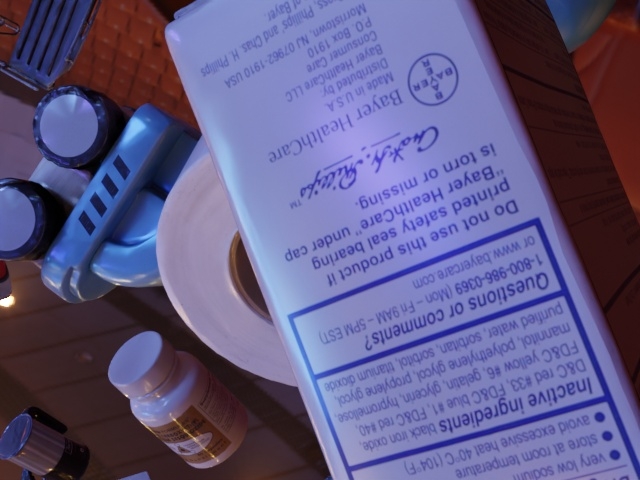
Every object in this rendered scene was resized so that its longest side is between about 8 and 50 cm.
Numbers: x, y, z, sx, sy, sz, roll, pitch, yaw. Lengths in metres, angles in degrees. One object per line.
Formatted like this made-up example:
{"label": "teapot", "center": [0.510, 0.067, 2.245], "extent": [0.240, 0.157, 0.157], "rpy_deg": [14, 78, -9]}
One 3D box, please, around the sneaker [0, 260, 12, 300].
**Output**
{"label": "sneaker", "center": [-0.529, 0.049, 1.073], "extent": [0.107, 0.118, 0.279], "rpy_deg": [-7, -173, 29]}

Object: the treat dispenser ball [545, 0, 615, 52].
{"label": "treat dispenser ball", "center": [0.293, -0.397, 1.217], "extent": [0.288, 0.288, 0.288], "rpy_deg": [21, -164, -6]}

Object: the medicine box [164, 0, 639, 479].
{"label": "medicine box", "center": [0.085, -0.012, 0.483], "extent": [0.263, 0.149, 0.289], "rpy_deg": [-11, -101, -64]}

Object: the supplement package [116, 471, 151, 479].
{"label": "supplement package", "center": [-0.293, 0.469, 1.045], "extent": [0.199, 0.263, 0.198], "rpy_deg": [-8, -135, -37]}

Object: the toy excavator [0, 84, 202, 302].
{"label": "toy excavator", "center": [-0.153, -0.051, 1.118], "extent": [0.445, 0.433, 0.222], "rpy_deg": [35, -176, 8]}

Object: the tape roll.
{"label": "tape roll", "center": [0.000, 0.000, 0.762], "extent": [0.286, 0.286, 0.100], "rpy_deg": [21, -145, -5]}

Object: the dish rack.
{"label": "dish rack", "center": [-0.306, -0.264, 0.756], "extent": [0.271, 0.208, 0.074], "rpy_deg": [29, -167, 24]}

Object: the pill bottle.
{"label": "pill bottle", "center": [-0.228, 0.253, 1.339], "extent": [0.229, 0.131, 0.131], "rpy_deg": [54, 176, -35]}

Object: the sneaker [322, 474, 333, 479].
{"label": "sneaker", "center": [-0.037, 0.477, 1.394], "extent": [0.104, 0.262, 0.125], "rpy_deg": [42, 165, 37]}

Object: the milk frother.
{"label": "milk frother", "center": [-0.508, 0.382, 1.466], "extent": [0.135, 0.143, 0.129], "rpy_deg": [44, 175, -36]}
